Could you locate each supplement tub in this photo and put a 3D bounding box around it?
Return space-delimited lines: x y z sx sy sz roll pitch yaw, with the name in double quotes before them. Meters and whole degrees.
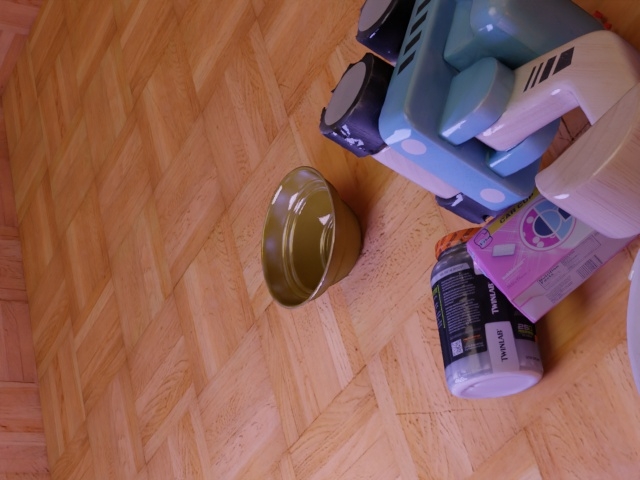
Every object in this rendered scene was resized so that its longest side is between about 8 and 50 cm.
"supplement tub" 0.197 0.087 1.441 0.117 0.117 0.190 -36 55 50

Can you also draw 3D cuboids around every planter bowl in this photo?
"planter bowl" 0.000 0.000 1.807 0.217 0.090 0.217 -19 68 57

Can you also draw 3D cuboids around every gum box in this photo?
"gum box" 0.263 -0.006 1.332 0.188 0.062 0.107 -42 44 10

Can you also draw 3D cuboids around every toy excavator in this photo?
"toy excavator" 0.201 -0.159 1.197 0.445 0.222 0.433 -31 35 53

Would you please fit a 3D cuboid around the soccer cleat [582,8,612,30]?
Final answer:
"soccer cleat" 0.322 -0.190 1.354 0.196 0.068 0.076 -109 35 -47

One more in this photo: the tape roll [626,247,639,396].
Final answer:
"tape roll" 0.377 0.061 0.927 0.286 0.100 0.286 -17 70 55
